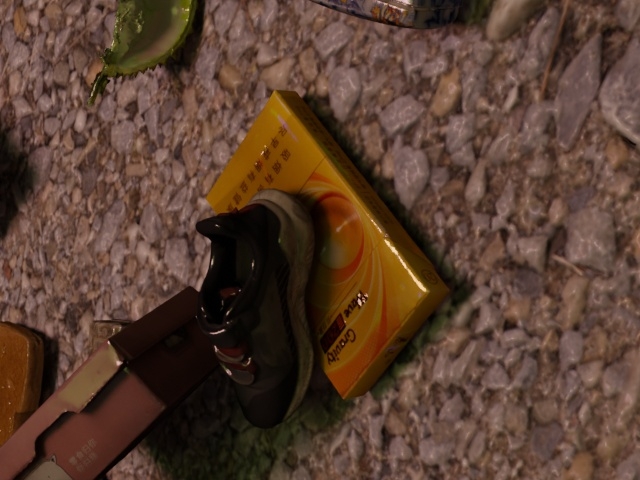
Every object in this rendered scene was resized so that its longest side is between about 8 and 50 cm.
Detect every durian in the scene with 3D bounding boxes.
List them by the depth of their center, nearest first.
[{"bbox_3d":[-0.191,-0.240,1.367,0.086,0.100,0.215,12,92,43],"label":"durian"}]

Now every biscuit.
[{"bbox_3d":[-0.397,0.183,1.590,0.238,0.041,0.212,-42,60,35],"label":"biscuit"}]

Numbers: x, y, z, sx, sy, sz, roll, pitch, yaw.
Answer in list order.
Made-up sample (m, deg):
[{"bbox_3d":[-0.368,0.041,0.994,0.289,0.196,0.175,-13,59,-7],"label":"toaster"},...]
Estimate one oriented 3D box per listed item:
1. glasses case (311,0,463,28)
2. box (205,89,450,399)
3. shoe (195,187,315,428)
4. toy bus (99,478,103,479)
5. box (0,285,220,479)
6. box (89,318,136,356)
[{"bbox_3d":[0.019,-0.247,1.193,0.248,0.087,0.065,29,122,36],"label":"glasses case"},{"bbox_3d":[0.000,0.000,1.239,0.269,0.043,0.152,54,126,27],"label":"box"},{"bbox_3d":[-0.071,0.065,1.205,0.099,0.112,0.228,10,98,44],"label":"shoe"},{"bbox_3d":[-0.223,0.334,1.370,0.331,0.145,0.151,-1,93,40],"label":"toy bus"},{"bbox_3d":[-0.204,0.164,1.285,0.086,0.215,0.215,46,109,3],"label":"box"},{"bbox_3d":[-0.225,0.136,1.436,0.062,0.045,0.098,6,96,40],"label":"box"}]
